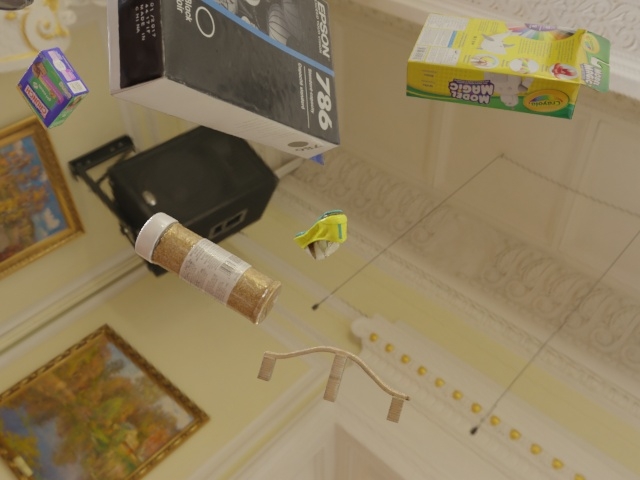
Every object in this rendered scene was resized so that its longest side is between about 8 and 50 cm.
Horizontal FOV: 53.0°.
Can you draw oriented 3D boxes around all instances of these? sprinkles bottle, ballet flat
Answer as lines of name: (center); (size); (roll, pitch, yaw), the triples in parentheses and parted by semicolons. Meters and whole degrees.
sprinkles bottle: (-0.271, 0.067, 1.553); (0.355, 0.121, 0.121); (30, -37, 8)
ballet flat: (0.000, 0.000, 1.372); (0.231, 0.077, 0.077); (146, -69, -67)

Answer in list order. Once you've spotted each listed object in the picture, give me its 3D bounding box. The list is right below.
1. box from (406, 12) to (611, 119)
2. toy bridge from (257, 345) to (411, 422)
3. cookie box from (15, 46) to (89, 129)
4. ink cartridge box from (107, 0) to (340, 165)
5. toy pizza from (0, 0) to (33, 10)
box: (0.181, -0.169, 0.616); (0.179, 0.105, 0.043); (11, -43, 17)
toy bridge: (0.020, 0.166, 0.789); (0.188, 0.063, 0.026); (15, -4, 8)
cookie box: (-0.453, -0.255, 1.081); (0.107, 0.040, 0.092); (-32, -86, 37)
ink cartridge box: (-0.058, -0.181, 0.615); (0.065, 0.332, 0.166); (-8, -96, 28)
toy pizza: (-0.349, -0.257, 0.550); (0.201, 0.201, 0.032); (13, -93, 45)
